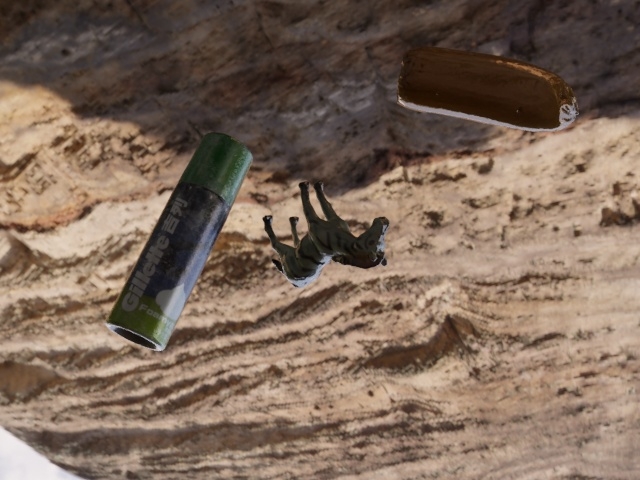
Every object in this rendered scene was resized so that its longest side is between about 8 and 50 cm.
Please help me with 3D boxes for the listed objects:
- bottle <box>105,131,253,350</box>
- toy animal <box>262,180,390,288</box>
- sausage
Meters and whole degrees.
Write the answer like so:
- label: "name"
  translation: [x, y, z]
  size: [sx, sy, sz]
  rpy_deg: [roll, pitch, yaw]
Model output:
- label: "bottle"
  translation: [-0.202, -0.005, 1.132]
  size: [0.093, 0.093, 0.330]
  rpy_deg: [9, -115, 30]
- label: "toy animal"
  translation: [-0.001, -0.018, 1.269]
  size: [0.255, 0.089, 0.170]
  rpy_deg: [-21, -104, 51]
- label: "sausage"
  translation: [0.325, -0.290, 1.467]
  size: [0.353, 0.116, 0.134]
  rpy_deg: [9, -107, 5]
